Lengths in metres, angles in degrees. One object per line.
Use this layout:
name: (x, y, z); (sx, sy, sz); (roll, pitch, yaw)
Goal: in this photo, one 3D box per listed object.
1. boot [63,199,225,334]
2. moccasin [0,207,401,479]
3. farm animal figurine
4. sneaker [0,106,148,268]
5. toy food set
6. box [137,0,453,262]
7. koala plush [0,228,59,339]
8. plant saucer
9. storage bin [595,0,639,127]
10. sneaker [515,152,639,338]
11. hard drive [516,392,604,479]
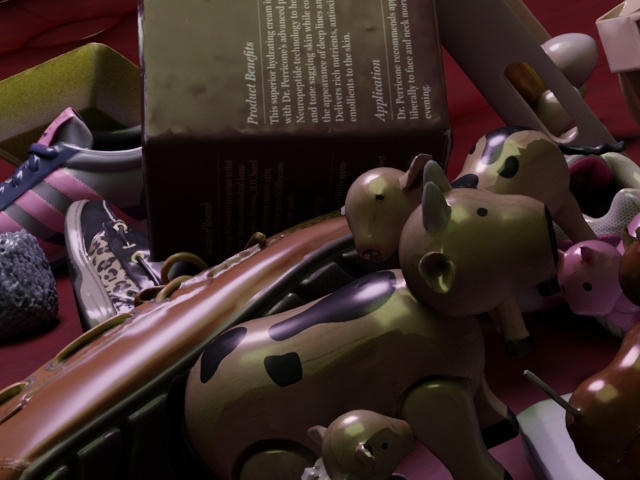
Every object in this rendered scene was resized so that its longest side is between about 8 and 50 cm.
boot: (-0.098, 0.021, 1.392); (0.178, 0.085, 0.236); (-14, 27, -5)
moccasin: (-0.076, 0.081, 1.153); (0.380, 0.139, 0.147); (-36, 36, -28)
farm animal figurine: (0.061, 0.041, 0.990); (0.327, 0.172, 0.330); (-31, 18, 0)
sneaker: (-0.242, -0.046, 1.614); (0.319, 0.131, 0.112); (-18, 21, -10)
toy food set: (0.164, -0.154, 1.461); (0.092, 0.220, 0.306); (-38, 16, 10)
box: (-0.021, -0.096, 1.272); (0.203, 0.167, 0.168); (-2, 62, -3)
koala plush: (-0.351, -0.002, 1.430); (0.203, 0.221, 0.196); (-4, 22, 28)
plant saucer: (-0.217, -0.096, 1.707); (0.188, 0.188, 0.045); (-18, 58, 30)
storage bin: (0.393, -0.175, 1.451); (0.260, 0.123, 0.262); (-20, 8, -14)
sneaker: (0.169, -0.012, 1.246); (0.103, 0.111, 0.252); (-28, 23, -34)
hard drive: (0.229, 0.132, 0.907); (0.203, 0.040, 0.307); (-15, 18, -2)
